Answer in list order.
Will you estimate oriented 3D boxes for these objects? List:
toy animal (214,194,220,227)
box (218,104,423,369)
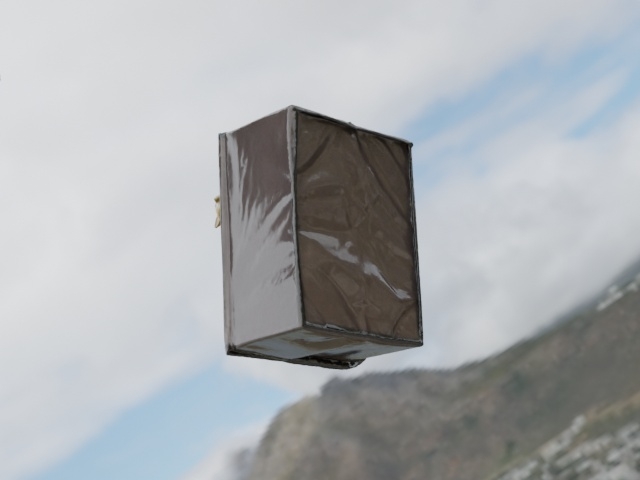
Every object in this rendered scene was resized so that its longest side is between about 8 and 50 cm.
[{"bbox_3d":[-0.122,-0.050,1.921,0.060,0.081,0.083,-17,35,49],"label":"toy animal"},{"bbox_3d":[0.000,0.000,1.388,0.188,0.252,0.153,11,-19,-37],"label":"box"}]
